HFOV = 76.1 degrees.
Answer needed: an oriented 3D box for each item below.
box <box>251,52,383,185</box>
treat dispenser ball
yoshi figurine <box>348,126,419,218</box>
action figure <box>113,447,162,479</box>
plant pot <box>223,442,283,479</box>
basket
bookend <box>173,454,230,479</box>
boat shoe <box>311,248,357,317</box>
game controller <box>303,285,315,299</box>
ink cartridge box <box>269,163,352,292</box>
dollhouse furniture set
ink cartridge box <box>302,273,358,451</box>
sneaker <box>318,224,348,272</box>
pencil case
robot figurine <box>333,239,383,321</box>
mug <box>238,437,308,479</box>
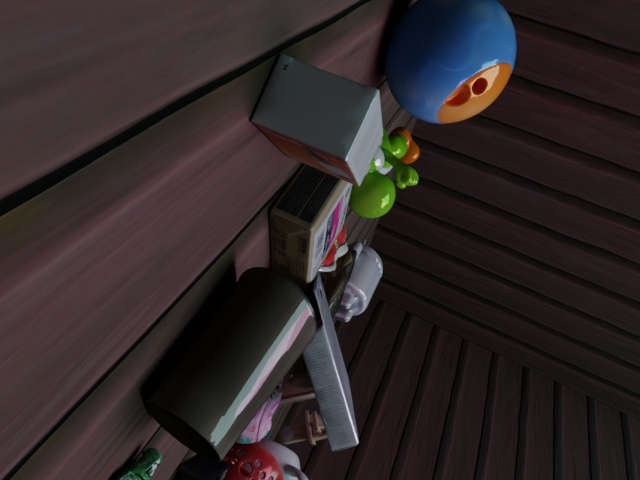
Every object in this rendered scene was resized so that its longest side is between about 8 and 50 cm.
[{"bbox_3d":[0.006,-0.150,0.551,0.091,0.130,0.170,-65,169,2],"label":"box"},{"bbox_3d":[0.294,-0.418,0.943,0.288,0.288,0.288,-62,169,-22],"label":"treat dispenser ball"},{"bbox_3d":[0.131,-0.162,0.996,0.362,0.203,0.203,-43,162,-57],"label":"yoshi figurine"},{"bbox_3d":[-0.285,0.396,0.543,0.137,0.064,0.232,83,29,-64],"label":"action figure"},{"bbox_3d":[-0.222,0.658,1.092,0.174,0.191,0.191,-42,155,-48],"label":"plant pot"},{"bbox_3d":[-0.127,0.182,0.605,0.227,0.154,0.204,-52,162,-41],"label":"basket"},{"bbox_3d":[-0.280,0.552,0.867,0.156,0.072,0.157,-63,169,-14],"label":"bookend"},{"bbox_3d":[0.023,0.124,1.265,0.324,0.120,0.122,-60,166,-58],"label":"boat shoe"},{"bbox_3d":[-0.071,0.273,1.353,0.166,0.067,0.319,-16,130,-58],"label":"game controller"},{"bbox_3d":[-0.017,-0.037,0.811,0.193,0.088,0.234,-58,166,-31],"label":"ink cartridge box"},{"bbox_3d":[-0.097,0.327,1.002,0.355,0.174,0.303,73,4,-58],"label":"dollhouse furniture set"},{"bbox_3d":[0.004,0.243,0.952,0.324,0.072,0.330,-82,155,-86],"label":"ink cartridge box"},{"bbox_3d":[0.000,0.000,1.029,0.279,0.107,0.118,-48,142,-67],"label":"sneaker"},{"bbox_3d":[-0.147,0.353,0.937,0.124,0.124,0.284,-52,165,-52],"label":"pencil case"},{"bbox_3d":[0.119,0.146,1.577,0.353,0.200,0.299,-54,157,-45],"label":"robot figurine"},{"bbox_3d":[-0.171,0.806,1.251,0.374,0.276,0.328,-22,-147,42],"label":"mug"}]
